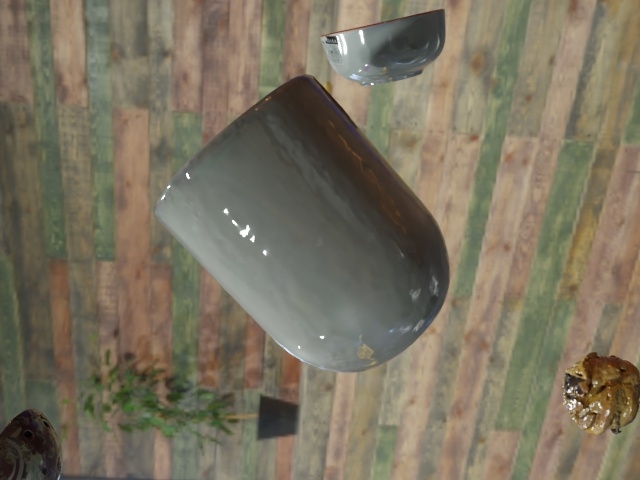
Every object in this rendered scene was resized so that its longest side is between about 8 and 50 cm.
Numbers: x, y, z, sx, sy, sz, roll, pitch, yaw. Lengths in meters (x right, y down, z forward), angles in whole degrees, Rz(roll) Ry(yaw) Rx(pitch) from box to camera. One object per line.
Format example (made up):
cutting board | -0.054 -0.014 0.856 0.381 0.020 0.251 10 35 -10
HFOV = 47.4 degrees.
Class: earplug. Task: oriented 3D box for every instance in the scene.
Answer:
earplug | 0.000 0.000 1.079 0.313 0.394 0.312 -42 2 2

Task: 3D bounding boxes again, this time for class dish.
dish | 0.132 -0.381 1.464 0.256 0.256 0.117 -101 -3 -75

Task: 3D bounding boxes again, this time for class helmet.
helmet | -0.428 0.341 1.034 0.177 0.107 0.153 -53 -8 11

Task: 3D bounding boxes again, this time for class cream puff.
cream puff | 0.424 0.232 1.117 0.133 0.104 0.119 -128 37 -73
